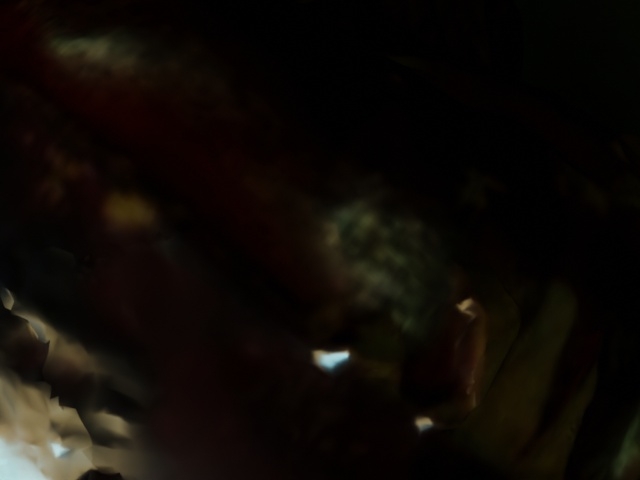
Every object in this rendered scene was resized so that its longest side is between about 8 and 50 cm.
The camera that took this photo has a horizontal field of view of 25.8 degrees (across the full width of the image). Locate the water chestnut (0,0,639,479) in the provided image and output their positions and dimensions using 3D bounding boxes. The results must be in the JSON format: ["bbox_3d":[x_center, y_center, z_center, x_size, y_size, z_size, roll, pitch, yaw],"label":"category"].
[{"bbox_3d":[0.000,0.000,0.458,0.300,0.300,0.300,45,159,23],"label":"water chestnut"}]
